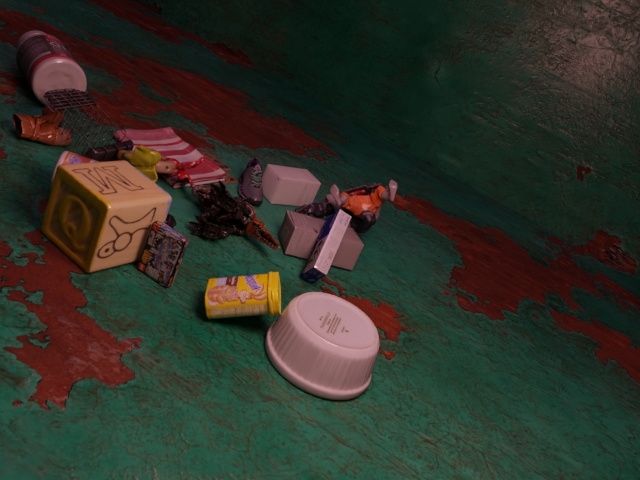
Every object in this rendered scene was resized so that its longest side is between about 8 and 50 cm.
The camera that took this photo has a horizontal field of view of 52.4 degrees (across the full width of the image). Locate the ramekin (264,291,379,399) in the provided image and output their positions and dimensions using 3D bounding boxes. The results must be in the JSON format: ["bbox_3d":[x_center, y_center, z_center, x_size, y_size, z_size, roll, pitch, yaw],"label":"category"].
[{"bbox_3d":[0.015,0.234,1.526,0.272,0.127,0.273,21,25,-10],"label":"ramekin"}]

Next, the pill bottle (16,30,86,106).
[{"bbox_3d":[-0.928,-0.594,2.215,0.176,0.176,0.318,2,33,-42],"label":"pill bottle"}]

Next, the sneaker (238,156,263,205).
[{"bbox_3d":[-0.230,-0.205,2.203,0.083,0.098,0.224,14,26,-23],"label":"sneaker"}]

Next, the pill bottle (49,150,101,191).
[{"bbox_3d":[-0.586,-0.146,1.714,0.216,0.121,0.121,18,25,-16],"label":"pill bottle"}]

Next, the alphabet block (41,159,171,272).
[{"bbox_3d":[-0.507,-0.063,1.545,0.193,0.192,0.197,34,24,23],"label":"alphabet block"}]

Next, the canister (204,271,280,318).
[{"bbox_3d":[-0.181,0.130,1.534,0.169,0.073,0.126,-5,25,-1],"label":"canister"}]

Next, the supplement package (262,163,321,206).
[{"bbox_3d":[-0.109,-0.192,2.285,0.179,0.105,0.105,3,33,-42],"label":"supplement package"}]

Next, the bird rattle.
[{"bbox_3d":[-0.491,-0.238,1.958,0.207,0.143,0.253,25,25,35],"label":"bird rattle"}]

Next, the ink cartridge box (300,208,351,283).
[{"bbox_3d":[0.016,0.017,1.868,0.046,0.097,0.207,32,60,-14],"label":"ink cartridge box"}]

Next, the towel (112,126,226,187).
[{"bbox_3d":[-0.498,-0.283,2.162,0.329,0.037,0.237,38,32,25],"label":"towel"}]

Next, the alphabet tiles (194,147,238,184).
[{"bbox_3d":[-0.403,-0.260,2.258,0.237,0.009,0.198,38,27,24],"label":"alphabet tiles"}]

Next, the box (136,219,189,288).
[{"bbox_3d":[-0.374,0.033,1.541,0.094,0.137,0.027,31,24,14],"label":"box"}]

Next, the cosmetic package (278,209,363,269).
[{"bbox_3d":[0.000,0.000,2.012,0.237,0.107,0.127,11,24,-23],"label":"cosmetic package"}]

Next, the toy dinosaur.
[{"bbox_3d":[-0.251,-0.080,1.891,0.321,0.164,0.218,12,2,22],"label":"toy dinosaur"}]

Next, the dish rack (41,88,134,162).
[{"bbox_3d":[-0.706,-0.345,1.963,0.271,0.074,0.208,47,25,3],"label":"dish rack"}]

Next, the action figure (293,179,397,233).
[{"bbox_3d":[0.089,-0.088,2.118,0.341,0.330,0.179,-18,76,-5],"label":"action figure"}]

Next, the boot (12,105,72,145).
[{"bbox_3d":[-0.842,-0.356,1.940,0.152,0.073,0.197,4,34,-46],"label":"boot"}]

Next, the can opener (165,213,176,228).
[{"bbox_3d":[-0.409,-0.014,1.709,0.073,0.059,0.186,40,20,-44],"label":"can opener"}]
